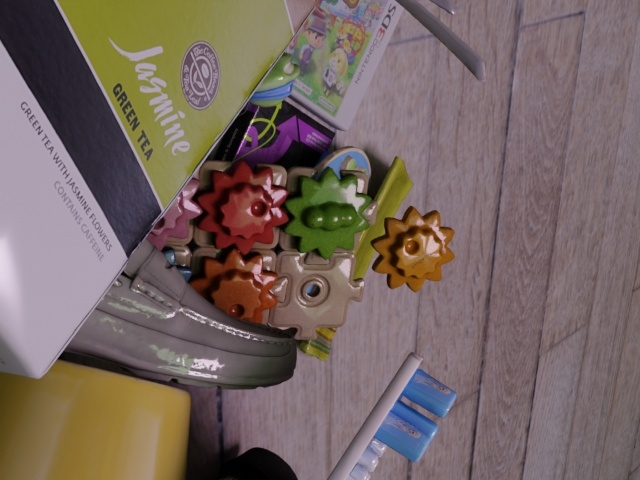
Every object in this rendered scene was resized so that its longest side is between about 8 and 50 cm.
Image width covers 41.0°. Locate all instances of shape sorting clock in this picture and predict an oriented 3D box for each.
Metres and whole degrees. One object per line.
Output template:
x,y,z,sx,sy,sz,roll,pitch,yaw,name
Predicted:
0.000,0.000,0.890,0.206,0.040,0.206,-44,147,-38,shape sorting clock

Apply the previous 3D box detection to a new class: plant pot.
-0.201,0.204,0.601,0.254,0.254,0.239,27,71,-50,plant pot

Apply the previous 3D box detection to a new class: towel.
0.043,0.024,0.962,0.237,0.021,0.102,-63,168,-5,towel

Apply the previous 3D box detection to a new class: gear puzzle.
-0.029,0.017,0.778,0.339,0.044,0.175,2,108,-19,gear puzzle

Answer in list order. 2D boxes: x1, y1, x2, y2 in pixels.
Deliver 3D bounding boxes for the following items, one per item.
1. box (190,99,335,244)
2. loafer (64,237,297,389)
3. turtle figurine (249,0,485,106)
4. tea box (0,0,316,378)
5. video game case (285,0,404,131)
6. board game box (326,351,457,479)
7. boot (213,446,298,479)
-0.058,-0.056,0.839,0.116,0.029,0.162,25,91,-50,box
-0.154,0.040,0.660,0.319,0.112,0.111,19,85,-29,loafer
-0.010,-0.249,0.645,0.198,0.275,0.266,-51,129,-49,turtle figurine
-0.198,-0.171,0.424,0.323,0.220,0.329,-59,142,-36,tea box
0.002,-0.232,0.826,0.212,0.023,0.193,26,88,-50,video game case
-0.041,0.327,0.674,0.390,0.050,0.390,-50,166,-38,board game box
-0.140,0.406,0.884,0.260,0.131,0.348,-20,111,-49,boot
